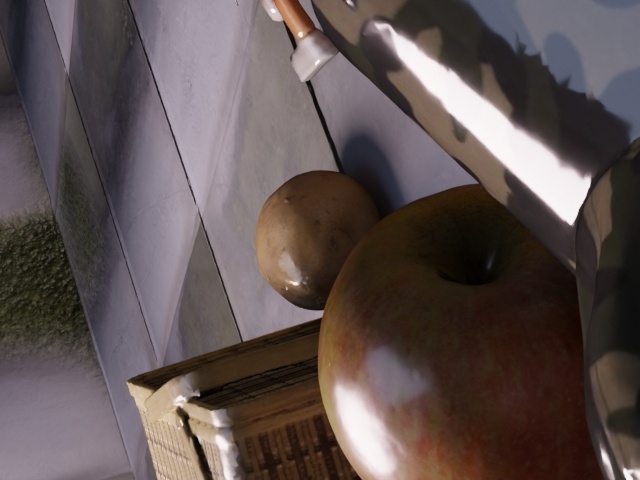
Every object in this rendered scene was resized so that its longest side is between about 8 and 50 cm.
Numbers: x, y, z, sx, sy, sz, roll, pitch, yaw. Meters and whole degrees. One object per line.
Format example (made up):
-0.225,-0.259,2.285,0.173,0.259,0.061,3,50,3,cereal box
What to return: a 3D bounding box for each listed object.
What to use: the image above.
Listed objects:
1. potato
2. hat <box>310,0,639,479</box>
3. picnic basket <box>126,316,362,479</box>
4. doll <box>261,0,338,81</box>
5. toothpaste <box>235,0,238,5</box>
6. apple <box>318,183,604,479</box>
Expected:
-0.002,-0.001,1.296,0.147,0.112,0.112,-130,31,-71,potato
0.126,0.016,0.646,0.382,0.257,0.366,25,144,12,hat
0.009,0.142,1.159,0.313,0.228,0.175,178,77,-74,picnic basket
-0.040,-0.242,1.269,0.217,0.085,0.183,65,162,8,doll
-0.090,-0.342,1.418,0.297,0.048,0.075,91,158,-46,toothpaste
0.093,0.070,0.903,0.188,0.188,0.174,-125,22,-50,apple
